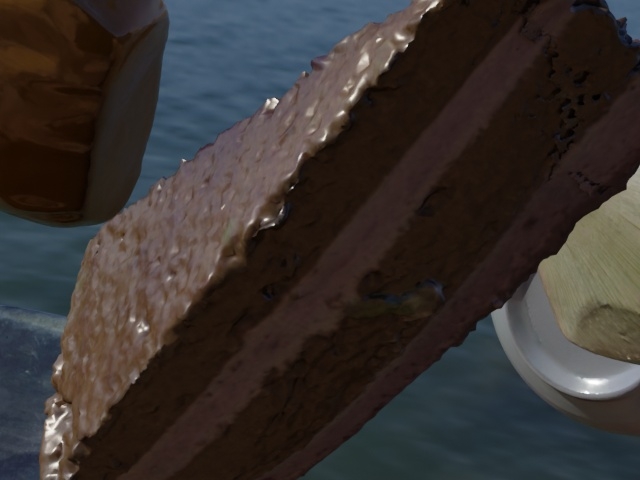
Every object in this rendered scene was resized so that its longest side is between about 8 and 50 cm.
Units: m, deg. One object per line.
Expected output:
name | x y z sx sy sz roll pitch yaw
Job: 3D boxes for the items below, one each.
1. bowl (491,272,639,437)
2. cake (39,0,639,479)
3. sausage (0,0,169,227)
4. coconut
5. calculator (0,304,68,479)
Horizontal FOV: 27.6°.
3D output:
bowl | 0.262 0.045 1.143 0.287 0.287 0.143 19 21 35
cake | 0.000 0.000 0.501 0.116 0.295 0.113 23 41 -34
sausage | -0.167 -0.095 0.790 0.136 0.241 0.120 27 54 9
coconut | 0.172 -0.021 0.614 0.183 0.171 0.171 22 9 -24
calculator | -0.186 0.128 0.827 0.268 0.177 0.040 12 -28 13
